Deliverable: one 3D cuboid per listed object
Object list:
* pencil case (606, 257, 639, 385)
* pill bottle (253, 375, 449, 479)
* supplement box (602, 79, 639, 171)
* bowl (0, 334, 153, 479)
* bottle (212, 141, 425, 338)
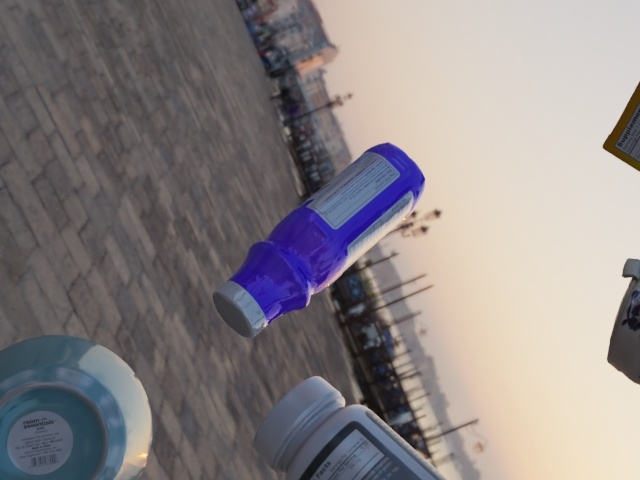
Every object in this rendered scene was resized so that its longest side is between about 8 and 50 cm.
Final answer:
[{"bbox_3d":[0.588,0.170,1.103,0.410,0.160,0.184,25,-59,28],"label":"pencil case"},{"bbox_3d":[0.056,0.321,1.075,0.283,0.161,0.161,39,-9,24],"label":"pill bottle"},{"bbox_3d":[0.689,-0.147,1.338,0.356,0.195,0.194,46,-56,39],"label":"supplement box"},{"bbox_3d":[-0.405,0.298,1.228,0.312,0.311,0.163,67,-16,0],"label":"bowl"},{"bbox_3d":[0.000,0.000,0.941,0.092,0.283,0.118,45,-27,8],"label":"bottle"}]
